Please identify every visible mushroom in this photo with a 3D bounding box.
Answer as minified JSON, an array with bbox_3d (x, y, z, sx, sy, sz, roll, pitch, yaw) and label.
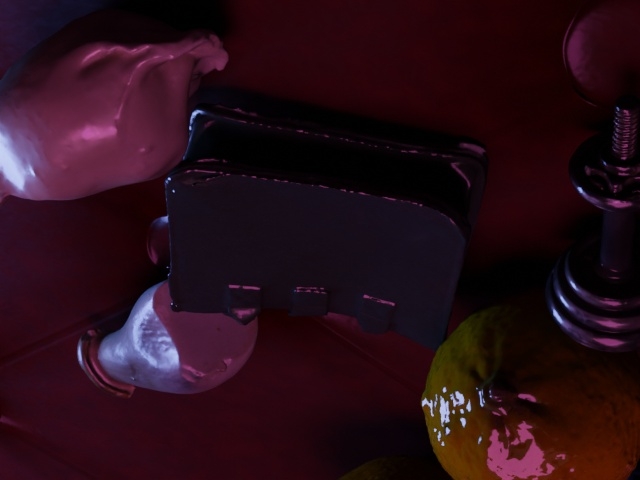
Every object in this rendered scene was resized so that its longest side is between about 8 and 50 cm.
[{"bbox_3d":[-0.143,0.096,1.655,0.116,0.093,0.225,44,150,-10],"label":"mushroom"}]

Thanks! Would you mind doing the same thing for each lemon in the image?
[{"bbox_3d":[0.184,0.139,1.485,0.192,0.192,0.231,1,169,19],"label":"lemon"}]

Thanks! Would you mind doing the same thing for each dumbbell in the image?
[{"bbox_3d":[0.227,-0.015,1.339,0.110,0.110,0.254,6,140,12],"label":"dumbbell"}]

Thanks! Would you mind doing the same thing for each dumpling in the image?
[{"bbox_3d":[-0.164,-0.100,1.326,0.250,0.162,0.132,-33,90,35],"label":"dumpling"}]

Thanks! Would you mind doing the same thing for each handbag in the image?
[{"bbox_3d":[0.000,-0.002,1.453,0.247,0.079,0.260,10,150,2],"label":"handbag"}]

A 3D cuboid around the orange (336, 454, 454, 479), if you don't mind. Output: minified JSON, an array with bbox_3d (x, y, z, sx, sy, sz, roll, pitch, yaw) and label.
[{"bbox_3d":[0.091,0.340,1.782,0.264,0.264,0.264,10,147,6],"label":"orange"}]

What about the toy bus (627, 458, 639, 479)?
[{"bbox_3d":[0.316,0.249,1.571,0.133,0.234,0.116,11,147,9],"label":"toy bus"}]
